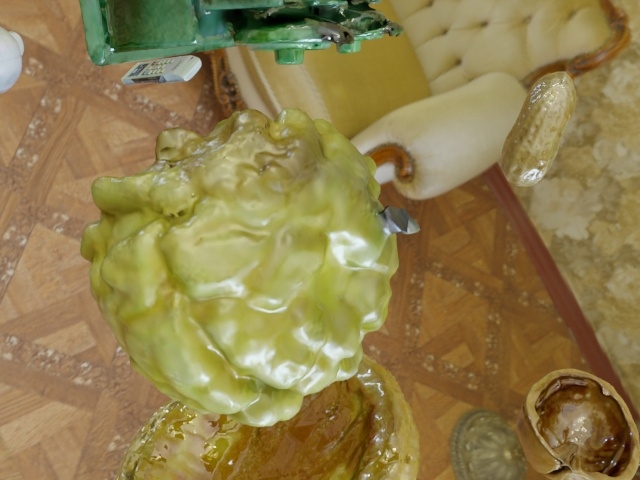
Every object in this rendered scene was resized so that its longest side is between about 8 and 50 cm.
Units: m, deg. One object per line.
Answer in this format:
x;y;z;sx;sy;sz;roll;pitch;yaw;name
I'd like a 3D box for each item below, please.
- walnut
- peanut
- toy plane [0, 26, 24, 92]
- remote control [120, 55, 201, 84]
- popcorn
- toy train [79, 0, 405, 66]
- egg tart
0.343;0.271;1.032;0.167;0.087;0.211;41;38;20;walnut
0.402;-0.206;1.395;0.095;0.108;0.225;22;94;3;peanut
-0.426;-0.196;0.779;0.252;0.252;0.118;-20;121;-40;toy plane
-0.301;-0.315;1.422;0.065;0.166;0.029;-59;136;-34;remote control
-0.032;0.009;0.405;0.174;0.142;0.173;9;69;-25;popcorn
-0.048;-0.219;0.612;0.266;0.202;0.145;-35;126;-60;toy train
-0.058;0.284;0.886;0.169;0.388;0.387;63;40;-37;egg tart
